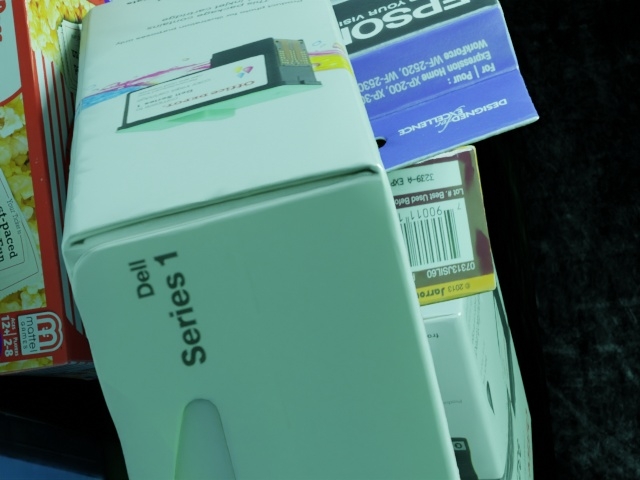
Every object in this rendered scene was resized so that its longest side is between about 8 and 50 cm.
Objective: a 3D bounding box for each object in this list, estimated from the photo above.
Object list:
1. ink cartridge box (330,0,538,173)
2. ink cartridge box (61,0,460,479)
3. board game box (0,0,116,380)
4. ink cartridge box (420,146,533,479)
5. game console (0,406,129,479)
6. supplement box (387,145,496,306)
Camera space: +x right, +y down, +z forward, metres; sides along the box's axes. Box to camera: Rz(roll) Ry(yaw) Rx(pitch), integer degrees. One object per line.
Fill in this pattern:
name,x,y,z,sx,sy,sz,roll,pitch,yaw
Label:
ink cartridge box,-0.005,-0.091,1.042,0.208,0.206,0.045,-103,171,-58
ink cartridge box,-0.022,0.023,0.817,0.278,0.117,0.201,-102,178,-67
board game box,-0.122,-0.034,0.909,0.147,0.045,0.193,16,65,-77
ink cartridge box,0.086,0.116,1.607,0.223,0.129,0.307,-84,162,-53
game console,-0.049,0.183,0.783,0.293,0.173,0.250,41,42,-74
supplement box,0.000,0.000,1.101,0.188,0.104,0.080,-6,-87,61
